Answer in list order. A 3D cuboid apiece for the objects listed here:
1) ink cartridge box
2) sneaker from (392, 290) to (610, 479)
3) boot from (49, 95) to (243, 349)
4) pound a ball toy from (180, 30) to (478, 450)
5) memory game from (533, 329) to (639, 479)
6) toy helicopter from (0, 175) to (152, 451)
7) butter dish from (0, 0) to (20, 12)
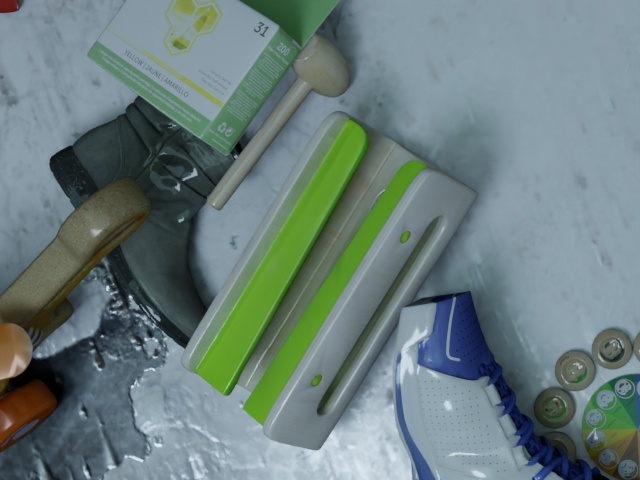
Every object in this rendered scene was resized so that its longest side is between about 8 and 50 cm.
[{"bbox_3d":[-0.081,-0.215,1.301,0.171,0.056,0.235,36,92,33],"label":"ink cartridge box"},{"bbox_3d":[0.169,0.195,1.257,0.182,0.127,0.315,-5,96,15],"label":"sneaker"},{"bbox_3d":[-0.129,-0.030,1.348,0.161,0.083,0.246,-35,84,5],"label":"boot"},{"bbox_3d":[0.000,0.000,1.306,0.208,0.136,0.319,34,96,34],"label":"pound a ball toy"},{"bbox_3d":[0.281,0.169,1.287,0.186,0.012,0.186,0,90,12],"label":"memory game"},{"bbox_3d":[-0.281,0.068,1.269,0.355,0.235,0.140,-44,81,25],"label":"toy helicopter"},{"bbox_3d":[-0.378,-0.295,1.380,0.160,0.160,0.118,1,67,12],"label":"butter dish"}]
